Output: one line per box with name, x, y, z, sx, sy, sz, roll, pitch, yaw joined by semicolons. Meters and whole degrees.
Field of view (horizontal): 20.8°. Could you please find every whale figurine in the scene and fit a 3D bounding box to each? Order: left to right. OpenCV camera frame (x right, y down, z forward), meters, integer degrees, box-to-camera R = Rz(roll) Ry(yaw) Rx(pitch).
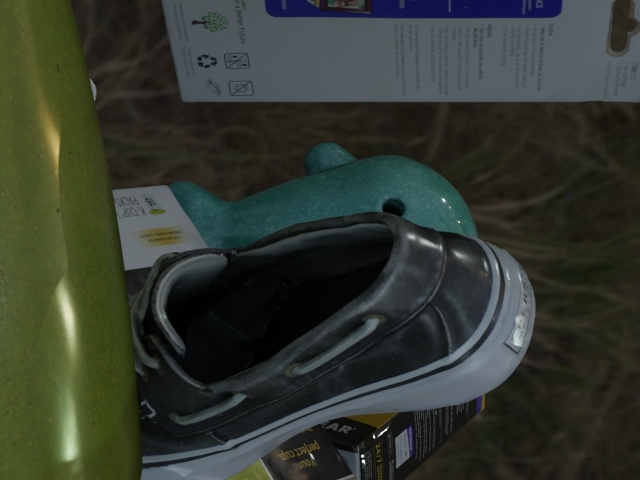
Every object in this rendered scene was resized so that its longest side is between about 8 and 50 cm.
whale figurine;0.000;0.000;1.452;0.272;0.141;0.216;9;61;-5

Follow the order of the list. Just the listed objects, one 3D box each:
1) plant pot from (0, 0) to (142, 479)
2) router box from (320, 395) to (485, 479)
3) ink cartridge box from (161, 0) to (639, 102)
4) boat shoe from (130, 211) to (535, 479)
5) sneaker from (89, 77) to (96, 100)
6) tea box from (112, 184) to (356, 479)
plant pot;-0.209;-0.034;0.787;0.275;0.275;0.293;-4;112;-24
router box;-0.028;0.150;1.716;0.243;0.309;0.081;-33;126;-51
ink cartridge box;0.061;-0.164;1.170;0.333;0.165;0.065;2;55;4
boat shoe;-0.047;0.047;0.944;0.119;0.335;0.121;36;47;-36
sneaker;-0.250;-0.107;1.646;0.044;0.040;0.109;-8;127;-50
tea box;-0.189;0.155;1.245;0.329;0.220;0.323;-8;60;-57
